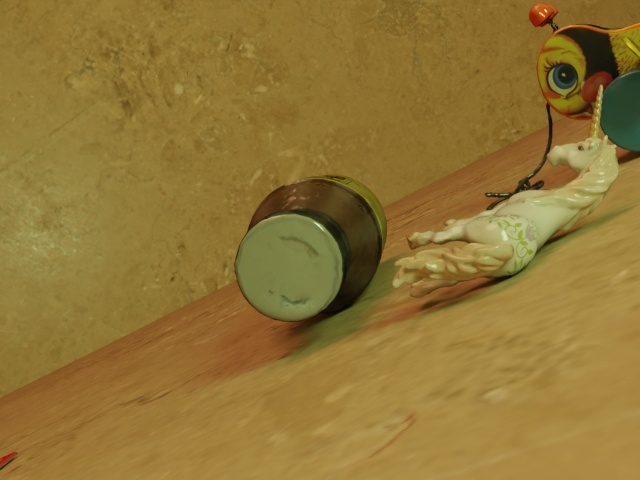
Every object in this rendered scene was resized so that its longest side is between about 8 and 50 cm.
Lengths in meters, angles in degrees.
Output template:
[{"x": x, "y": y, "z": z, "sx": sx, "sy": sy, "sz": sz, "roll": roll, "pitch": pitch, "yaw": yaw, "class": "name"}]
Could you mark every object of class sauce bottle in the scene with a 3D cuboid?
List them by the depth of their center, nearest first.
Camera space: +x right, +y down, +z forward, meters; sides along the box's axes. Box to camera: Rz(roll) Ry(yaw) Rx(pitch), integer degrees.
[{"x": 0.000, "y": 0.000, "z": 0.661, "sx": 0.111, "sy": 0.111, "sz": 0.344, "roll": -25, "pitch": 2, "yaw": 6, "class": "sauce bottle"}]

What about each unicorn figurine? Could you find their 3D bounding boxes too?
[{"x": 0.116, "y": -0.013, "z": 0.478, "sx": 0.111, "sy": 0.060, "sz": 0.162, "roll": -23, "pitch": 20, "yaw": 42, "class": "unicorn figurine"}]

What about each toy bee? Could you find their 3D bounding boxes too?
[{"x": 0.260, "y": -0.153, "z": 0.703, "sx": 0.298, "sy": 0.162, "sz": 0.195, "roll": -25, "pitch": 4, "yaw": 7, "class": "toy bee"}]

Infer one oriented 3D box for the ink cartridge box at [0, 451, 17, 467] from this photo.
[{"x": -0.381, "y": 0.216, "z": 0.549, "sx": 0.239, "sy": 0.060, "sz": 0.275, "roll": -27, "pitch": 2, "yaw": 4, "class": "ink cartridge box"}]
